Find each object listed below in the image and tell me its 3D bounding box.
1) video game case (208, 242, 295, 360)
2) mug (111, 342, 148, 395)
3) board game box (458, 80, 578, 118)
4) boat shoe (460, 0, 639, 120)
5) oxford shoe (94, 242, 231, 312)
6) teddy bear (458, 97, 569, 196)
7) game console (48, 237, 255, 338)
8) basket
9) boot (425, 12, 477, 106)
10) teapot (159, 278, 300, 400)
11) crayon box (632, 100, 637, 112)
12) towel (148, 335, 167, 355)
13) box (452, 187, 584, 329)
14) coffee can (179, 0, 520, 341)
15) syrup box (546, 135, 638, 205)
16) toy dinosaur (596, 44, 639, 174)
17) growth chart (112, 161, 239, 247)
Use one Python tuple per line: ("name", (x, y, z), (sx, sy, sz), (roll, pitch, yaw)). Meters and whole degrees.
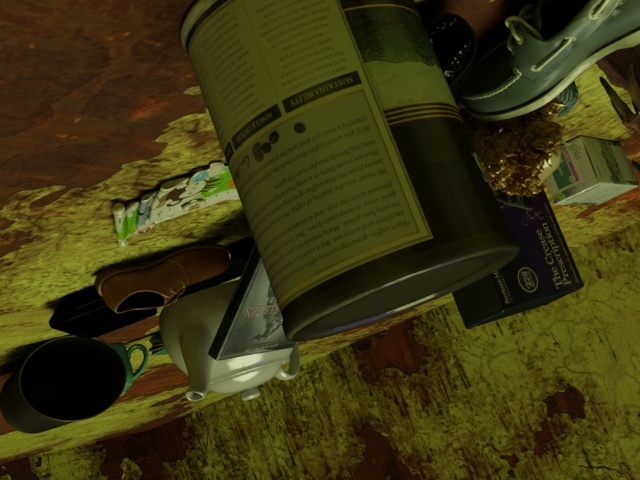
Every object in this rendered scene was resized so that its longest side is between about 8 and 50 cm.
("video game case", (-0.050, 0.048, 1.562), (0.196, 0.026, 0.274), (-2, 119, -56))
("mug", (-0.437, 0.273, 2.146), (0.157, 0.097, 0.129), (-25, 168, 20))
("board game box", (0.233, -0.158, 1.419), (0.194, 0.060, 0.194), (-28, 167, 32))
("boat shoe", (0.246, -0.228, 1.097), (0.099, 0.116, 0.319), (29, 147, -26))
("oxford shoe", (-0.223, 0.064, 1.569), (0.212, 0.076, 0.076), (-18, 139, -24))
("teddy bear", (0.130, -0.094, 1.241), (0.337, 0.113, 0.245), (-9, -144, 32))
("game console", (-0.248, 0.075, 1.702), (0.361, 0.044, 0.213), (-21, 169, 1))
("basket", (-0.498, 0.278, 1.957), (0.204, 0.154, 0.227), (-9, 168, -37))
("boot", (0.044, -0.138, 1.090), (0.246, 0.094, 0.207), (-28, 172, 2))
("teapot", (-0.135, 0.172, 1.748), (0.255, 0.187, 0.252), (-15, 172, -18))
("crayon box", (0.645, -0.248, 1.585), (0.322, 0.083, 0.203), (-22, 179, 12))
("towel", (-0.158, 0.157, 2.253), (0.370, 0.040, 0.271), (-25, 169, 13))
("box", (0.270, -0.015, 1.634), (0.184, 0.261, 0.103), (-14, 167, -32))
("coffee can", (0.020, -0.079, 0.876), (0.201, 0.276, 0.201), (-20, 169, -4))
("syrup box", (0.494, -0.125, 1.935), (0.096, 0.093, 0.236), (-27, 167, 32))
("toy dinosaur", (0.355, -0.188, 1.133), (0.200, 0.296, 0.127), (-23, 135, -15))
("growth chart", (-0.153, -0.057, 1.318), (0.237, 0.021, 0.172), (-20, 167, -8))
